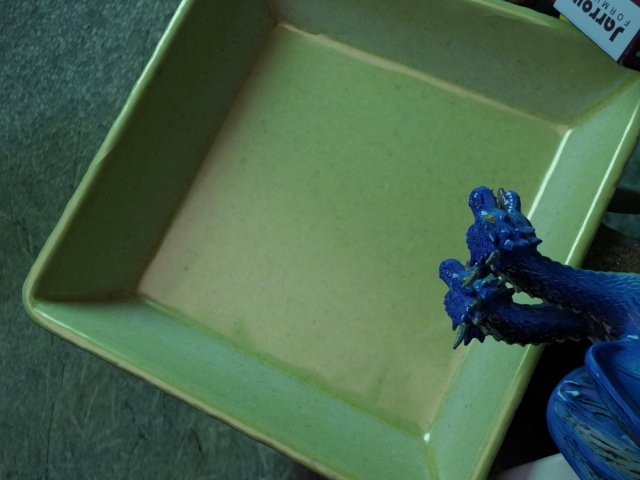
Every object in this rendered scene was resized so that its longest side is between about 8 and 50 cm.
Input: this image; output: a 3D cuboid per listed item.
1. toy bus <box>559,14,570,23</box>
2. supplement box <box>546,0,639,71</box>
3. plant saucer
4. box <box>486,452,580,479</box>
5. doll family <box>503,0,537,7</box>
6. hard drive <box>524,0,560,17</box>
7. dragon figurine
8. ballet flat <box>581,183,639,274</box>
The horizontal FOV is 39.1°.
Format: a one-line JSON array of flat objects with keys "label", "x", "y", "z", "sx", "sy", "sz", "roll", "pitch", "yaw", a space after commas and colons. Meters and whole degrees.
[{"label": "toy bus", "x": 0.295, "y": -0.100, "z": 0.578, "sx": 0.108, "sy": 0.130, "sz": 0.332, "roll": -18, "pitch": 49, "yaw": -17}, {"label": "supplement box", "x": 0.218, "y": -0.226, "z": 0.503, "sx": 0.130, "sy": 0.073, "sz": 0.239, "roll": 57, "pitch": 131, "yaw": 38}, {"label": "plant saucer", "x": 0.013, "y": -0.024, "z": 0.626, "sx": 0.333, "sy": 0.081, "sz": 0.332, "roll": 24, "pitch": 81, "yaw": 16}, {"label": "box", "x": 0.142, "y": 0.223, "z": 0.582, "sx": 0.232, "sy": 0.149, "sz": 0.126, "roll": -26, "pitch": 57, "yaw": 31}, {"label": "doll family", "x": 0.150, "y": -0.131, "z": 0.738, "sx": 0.076, "sy": 0.193, "sz": 0.111, "roll": -40, "pitch": 13, "yaw": -37}, {"label": "hard drive", "x": 0.227, "y": -0.246, "z": 0.783, "sx": 0.135, "sy": 0.022, "sz": 0.094, "roll": -8, "pitch": 68, "yaw": 39}, {"label": "dragon figurine", "x": 0.173, "y": 0.089, "z": 0.461, "sx": 0.289, "sy": 0.144, "sz": 0.085, "roll": 62, "pitch": 158, "yaw": 25}, {"label": "ballet flat", "x": 0.238, "y": 0.032, "z": 0.607, "sx": 0.349, "sy": 0.123, "sz": 0.123, "roll": 29, "pitch": 93, "yaw": 44}]
